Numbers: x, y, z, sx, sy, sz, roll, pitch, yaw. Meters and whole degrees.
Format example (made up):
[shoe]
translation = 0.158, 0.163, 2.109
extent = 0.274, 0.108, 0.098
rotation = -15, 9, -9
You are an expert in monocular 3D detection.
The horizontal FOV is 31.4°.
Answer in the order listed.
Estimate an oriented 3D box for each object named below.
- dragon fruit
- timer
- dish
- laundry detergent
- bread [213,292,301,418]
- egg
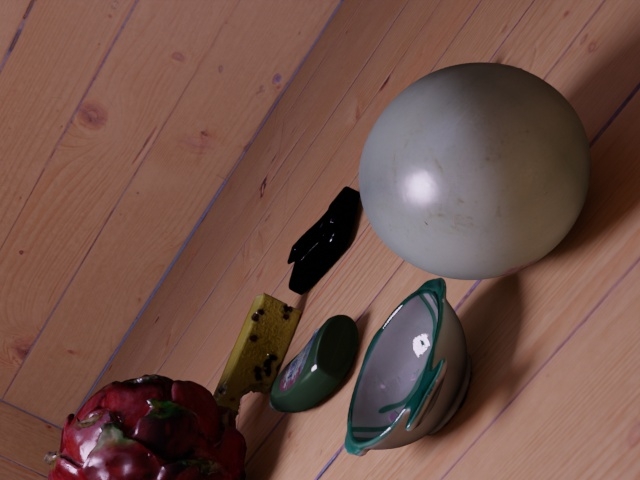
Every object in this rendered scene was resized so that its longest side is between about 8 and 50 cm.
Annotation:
[dragon fruit]
translation = -0.261, 0.363, 1.755
extent = 0.329, 0.329, 0.329
rotation = -56, 15, 23
[timer]
translation = 0.000, 0.000, 2.030
extent = 0.187, 0.055, 0.144
rotation = -49, 19, 43
[dish]
translation = 0.113, 0.157, 1.262
extent = 0.224, 0.078, 0.246
rotation = -61, 13, 2
[laundry detergent]
translation = -0.019, 0.198, 1.704
extent = 0.211, 0.063, 0.137
rotation = -48, 17, 50
[bread]
translation = -0.111, 0.205, 1.968
extent = 0.049, 0.088, 0.226
rotation = -29, 36, 60
[egg]
translation = 0.157, -0.071, 1.240
extent = 0.230, 0.230, 0.371
rotation = -63, 8, -7
